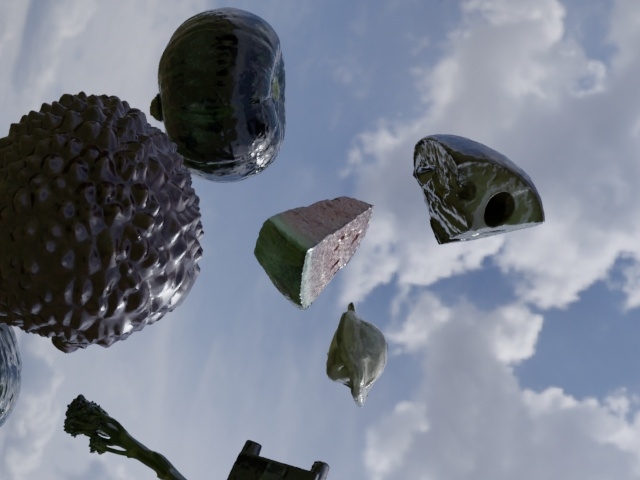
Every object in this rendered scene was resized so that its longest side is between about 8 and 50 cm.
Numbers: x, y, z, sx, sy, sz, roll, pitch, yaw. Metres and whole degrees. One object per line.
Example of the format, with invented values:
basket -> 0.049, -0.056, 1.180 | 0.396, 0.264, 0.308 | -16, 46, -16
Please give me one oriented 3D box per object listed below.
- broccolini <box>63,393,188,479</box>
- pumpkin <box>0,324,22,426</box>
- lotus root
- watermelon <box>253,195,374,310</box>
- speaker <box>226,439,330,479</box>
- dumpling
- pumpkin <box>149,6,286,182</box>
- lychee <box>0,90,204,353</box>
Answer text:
broccolini -> -0.303, 0.364, 1.732 | 0.392, 0.079, 0.074 | 26, -104, 44
pumpkin -> -0.653, 0.216, 1.777 | 0.328, 0.291, 0.257 | 133, -44, -76
lotus root -> 0.256, -0.086, 1.730 | 0.314, 0.142, 0.210 | -145, -142, -78
watermelon -> 0.000, 0.000, 2.097 | 0.140, 0.256, 0.193 | 41, -38, 19
speaker -> -0.075, 0.535, 1.939 | 0.184, 0.232, 0.254 | 12, -117, 27
dumpling -> 0.063, 0.215, 1.973 | 0.118, 0.136, 0.199 | -10, -93, 18
pumpkin -> -0.182, -0.251, 1.863 | 0.315, 0.238, 0.315 | -2, 90, -89
lychee -> -0.285, -0.014, 1.273 | 0.306, 0.306, 0.330 | -146, -120, -62
